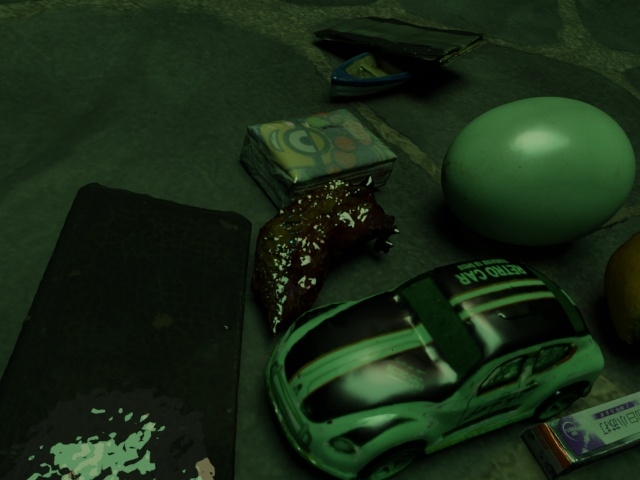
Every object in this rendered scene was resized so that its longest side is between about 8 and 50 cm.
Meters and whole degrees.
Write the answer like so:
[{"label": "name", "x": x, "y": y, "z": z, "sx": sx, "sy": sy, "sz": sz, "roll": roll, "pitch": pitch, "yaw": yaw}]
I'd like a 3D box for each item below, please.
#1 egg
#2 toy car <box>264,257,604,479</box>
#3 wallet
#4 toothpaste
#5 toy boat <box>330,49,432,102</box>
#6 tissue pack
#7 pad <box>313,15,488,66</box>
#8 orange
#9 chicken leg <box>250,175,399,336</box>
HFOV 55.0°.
[{"label": "egg", "x": 0.244, "y": -0.077, "z": 0.696, "sx": 0.231, "sy": 0.168, "sz": 0.168, "roll": -8, "pitch": 48, "yaw": -21}, {"label": "toy car", "x": 0.110, "y": 0.087, "z": 0.512, "sx": 0.306, "sy": 0.125, "sz": 0.136, "roll": -7, "pitch": 48, "yaw": -27}, {"label": "wallet", "x": -0.147, "y": 0.072, "z": 0.501, "sx": 0.171, "sy": 0.044, "sz": 0.321, "roll": 9, "pitch": 40, "yaw": -11}, {"label": "toothpaste", "x": 0.272, "y": 0.161, "z": 0.551, "sx": 0.197, "sy": 0.040, "sz": 0.047, "roll": -7, "pitch": 50, "yaw": -26}, {"label": "toy boat", "x": 0.088, "y": -0.250, "z": 0.918, "sx": 0.080, "sy": 0.045, "sz": 0.229, "roll": 39, "pitch": 47, "yaw": 21}, {"label": "tissue pack", "x": -0.003, "y": -0.097, "z": 0.714, "sx": 0.148, "sy": 0.060, "sz": 0.108, "roll": -17, "pitch": 54, "yaw": -31}, {"label": "pad", "x": 0.130, "y": -0.325, "z": 0.976, "sx": 0.233, "sy": 0.022, "sz": 0.174, "roll": 23, "pitch": 38, "yaw": 30}, {"label": "orange", "x": 0.357, "y": 0.038, "z": 0.631, "sx": 0.112, "sy": 0.160, "sz": 0.170, "roll": 46, "pitch": 3, "yaw": 2}, {"label": "chicken leg", "x": 0.000, "y": 0.000, "z": 0.613, "sx": 0.105, "sy": 0.063, "sz": 0.234, "roll": 34, "pitch": 46, "yaw": 24}]
